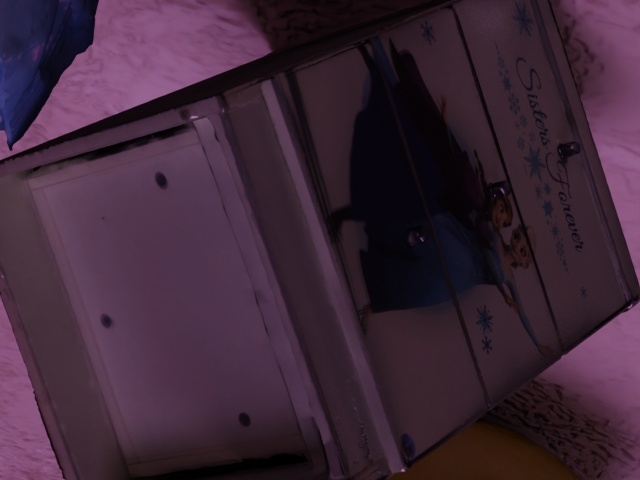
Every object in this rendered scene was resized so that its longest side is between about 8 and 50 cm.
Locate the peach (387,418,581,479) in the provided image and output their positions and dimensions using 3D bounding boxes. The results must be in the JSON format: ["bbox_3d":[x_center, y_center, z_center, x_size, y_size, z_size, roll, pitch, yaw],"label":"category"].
[{"bbox_3d":[0.019,0.234,1.133,0.315,0.281,0.314,13,156,20],"label":"peach"}]

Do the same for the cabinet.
[{"bbox_3d":[0.000,0.000,0.759,0.150,0.206,0.145,-13,100,38],"label":"cabinet"}]

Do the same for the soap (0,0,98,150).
[{"bbox_3d":[-0.209,-0.141,0.691,0.293,0.156,0.077,17,152,-10],"label":"soap"}]
